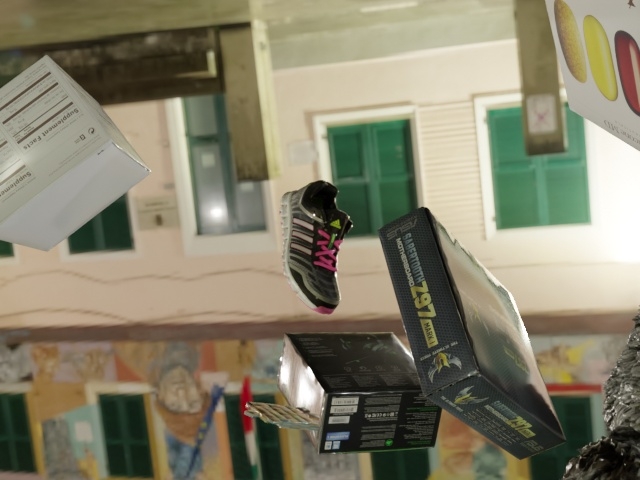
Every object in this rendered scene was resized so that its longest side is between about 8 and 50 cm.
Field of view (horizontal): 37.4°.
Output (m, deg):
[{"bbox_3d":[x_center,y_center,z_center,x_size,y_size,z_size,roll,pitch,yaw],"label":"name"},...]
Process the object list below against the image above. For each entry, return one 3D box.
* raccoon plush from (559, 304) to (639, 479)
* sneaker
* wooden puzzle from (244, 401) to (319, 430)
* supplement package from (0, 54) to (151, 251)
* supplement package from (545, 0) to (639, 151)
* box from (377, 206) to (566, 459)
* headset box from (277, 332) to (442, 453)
[{"bbox_3d":[0.397,0.116,1.005,0.216,0.299,0.446,10,-150,36],"label":"raccoon plush"},{"bbox_3d":[0.000,0.000,1.061,0.063,0.170,0.075,23,134,-38],"label":"sneaker"},{"bbox_3d":[-0.034,0.156,0.840,0.083,0.006,0.049,13,-175,-34],"label":"wooden puzzle"},{"bbox_3d":[-0.380,-0.108,1.313,0.204,0.145,0.262,-38,175,-2],"label":"supplement package"},{"bbox_3d":[0.278,-0.207,0.782,0.134,0.244,0.139,-33,-140,-7],"label":"supplement package"},{"bbox_3d":[0.150,0.096,0.922,0.059,0.183,0.233,-27,142,20],"label":"box"},{"bbox_3d":[0.069,0.286,1.861,0.247,0.131,0.283,1,-161,-21],"label":"headset box"}]
